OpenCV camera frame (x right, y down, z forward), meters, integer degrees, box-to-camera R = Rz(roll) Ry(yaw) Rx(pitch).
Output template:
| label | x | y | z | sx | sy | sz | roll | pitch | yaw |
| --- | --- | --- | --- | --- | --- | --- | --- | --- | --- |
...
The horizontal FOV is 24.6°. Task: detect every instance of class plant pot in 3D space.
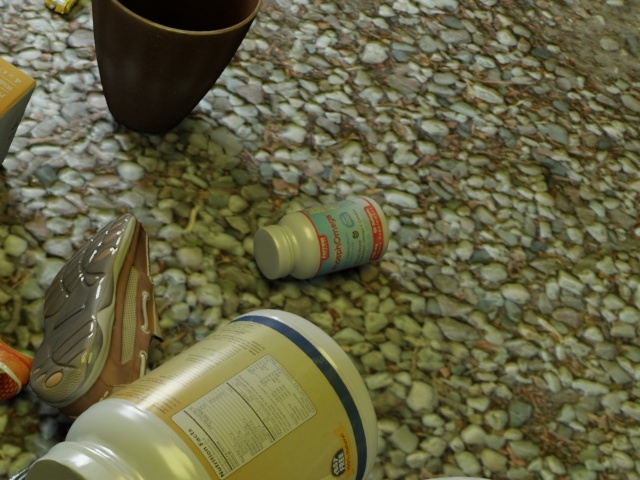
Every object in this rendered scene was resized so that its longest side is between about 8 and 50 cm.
| label | x | y | z | sx | sy | sz | roll | pitch | yaw |
| --- | --- | --- | --- | --- | --- | --- | --- | --- | --- |
| plant pot | -0.207 | -0.255 | 1.897 | 0.215 | 0.230 | 0.215 | 11 | 47 | -12 |

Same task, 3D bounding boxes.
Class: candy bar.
| label | x | y | z | sx | sy | sz | roll | pitch | yaw |
| --- | --- | --- | --- | --- | --- | --- | --- | --- | --- |
| candy bar | -0.342 | -0.374 | 2.098 | 0.040 | 0.018 | 0.161 | 24 | 46 | 5 |

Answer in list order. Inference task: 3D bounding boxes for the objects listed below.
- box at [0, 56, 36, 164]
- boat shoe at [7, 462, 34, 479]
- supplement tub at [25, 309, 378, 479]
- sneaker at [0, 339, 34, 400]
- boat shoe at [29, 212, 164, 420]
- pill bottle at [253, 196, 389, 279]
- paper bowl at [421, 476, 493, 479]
| label | x | y | z | sx | sy | sz | roll | pitch | yaw |
| --- | --- | --- | --- | --- | --- | --- | --- | --- | --- |
| box | -0.521 | -0.103 | 1.667 | 0.215 | 0.168 | 0.345 | 36 | 47 | -1 |
| boat shoe | -0.365 | 0.282 | 1.459 | 0.079 | 0.084 | 0.233 | 45 | 52 | 15 |
| supplement tub | -0.119 | 0.231 | 1.499 | 0.228 | 0.228 | 0.316 | 44 | 50 | 19 |
| sneaker | -0.399 | 0.118 | 1.622 | 0.175 | 0.064 | 0.067 | 32 | 26 | 2 |
| boat shoe | -0.242 | 0.095 | 1.670 | 0.116 | 0.123 | 0.324 | 45 | 30 | -26 |
| pill bottle | 0.000 | 0.000 | 1.848 | 0.160 | 0.087 | 0.087 | -15 | 57 | -30 |
| paper bowl | 0.094 | 0.364 | 1.460 | 0.284 | 0.284 | 0.148 | -29 | 105 | -37 |
